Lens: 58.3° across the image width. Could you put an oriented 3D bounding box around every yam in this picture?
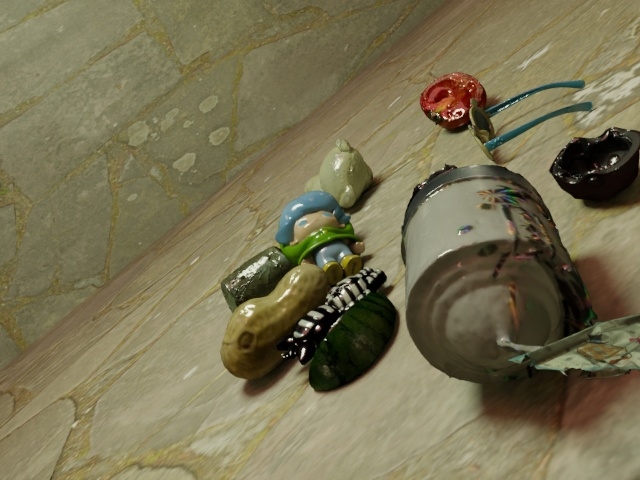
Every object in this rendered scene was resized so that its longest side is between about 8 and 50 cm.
[{"bbox_3d":[-0.128,0.085,1.223,0.183,0.107,0.107,-37,18,-9],"label":"yam"}]

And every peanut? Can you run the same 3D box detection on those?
[{"bbox_3d":[-0.076,0.134,0.982,0.236,0.120,0.110,-47,-19,-10],"label":"peanut"}]

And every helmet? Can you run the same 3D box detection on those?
[{"bbox_3d":[0.374,-0.094,0.765,0.123,0.070,0.098,-1,47,51],"label":"helmet"}]

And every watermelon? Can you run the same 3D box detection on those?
[{"bbox_3d":[0.044,0.133,0.832,0.181,0.075,0.092,-46,16,-19],"label":"watermelon"}]

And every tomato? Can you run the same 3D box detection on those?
[{"bbox_3d":[0.325,-0.321,1.376,0.139,0.091,0.159,-49,47,-5],"label":"tomato"}]

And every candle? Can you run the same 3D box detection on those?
[{"bbox_3d":[0.178,0.050,0.606,0.187,0.187,0.330,-30,20,21],"label":"candle"}]

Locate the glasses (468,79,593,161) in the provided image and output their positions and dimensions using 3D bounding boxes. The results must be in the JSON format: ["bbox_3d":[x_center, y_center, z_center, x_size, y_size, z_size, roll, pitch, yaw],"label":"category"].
[{"bbox_3d":[0.397,-0.226,1.096,0.220,0.088,0.190,-7,29,21],"label":"glasses"}]

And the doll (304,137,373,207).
[{"bbox_3d":[0.034,-0.138,1.468,0.149,0.175,0.278,-5,-10,-30],"label":"doll"}]

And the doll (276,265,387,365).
[{"bbox_3d":[0.022,0.121,0.918,0.219,0.067,0.091,-40,28,-24],"label":"doll"}]

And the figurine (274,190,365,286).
[{"bbox_3d":[0.000,0.000,1.143,0.162,0.143,0.263,-23,34,-8],"label":"figurine"}]

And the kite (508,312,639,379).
[{"bbox_3d":[0.330,0.069,0.356,0.405,0.014,0.368,-2,13,27],"label":"kite"}]
